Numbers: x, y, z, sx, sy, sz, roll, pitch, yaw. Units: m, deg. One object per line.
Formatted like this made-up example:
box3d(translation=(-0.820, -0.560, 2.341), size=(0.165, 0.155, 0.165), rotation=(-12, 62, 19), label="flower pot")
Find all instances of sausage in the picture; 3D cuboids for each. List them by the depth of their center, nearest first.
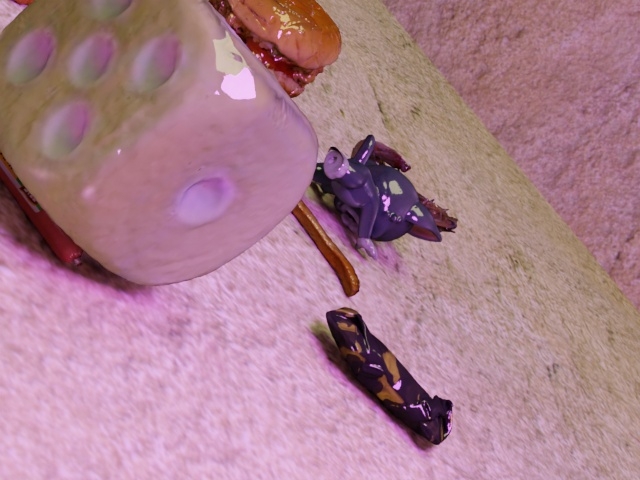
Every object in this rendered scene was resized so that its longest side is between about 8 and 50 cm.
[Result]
box3d(translation=(-0.301, -0.061, 1.401), size=(0.223, 0.029, 0.029), rotation=(52, 18, 14), label="sausage")

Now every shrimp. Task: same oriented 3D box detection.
box3d(translation=(0.130, -0.083, 2.263), size=(0.251, 0.052, 0.143), rotation=(25, -39, 40), label="shrimp")

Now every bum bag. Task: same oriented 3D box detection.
box3d(translation=(0.086, 0.170, 1.762), size=(0.232, 0.060, 0.106), rotation=(44, 8, -17), label="bum bag")

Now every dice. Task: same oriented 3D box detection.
box3d(translation=(-0.167, -0.123, 1.425), size=(0.249, 0.254, 0.252), rotation=(58, 7, 33), label="dice")

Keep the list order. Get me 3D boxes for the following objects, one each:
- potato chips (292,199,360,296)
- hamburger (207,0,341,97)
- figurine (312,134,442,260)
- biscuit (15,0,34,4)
box3d(translation=(0.000, 0.000, 1.993), size=(0.037, 0.026, 0.204), rotation=(-2, 51, -51), label="potato chips")
box3d(translation=(-0.092, -0.344, 2.294), size=(0.244, 0.163, 0.244), rotation=(42, 20, -19), label="hamburger")
box3d(translation=(0.060, -0.085, 2.139), size=(0.193, 0.140, 0.265), rotation=(38, -15, 36), label="figurine")
box3d(translation=(-0.352, -0.356, 1.901), size=(0.334, 0.047, 0.202), rotation=(25, 27, -51), label="biscuit")
